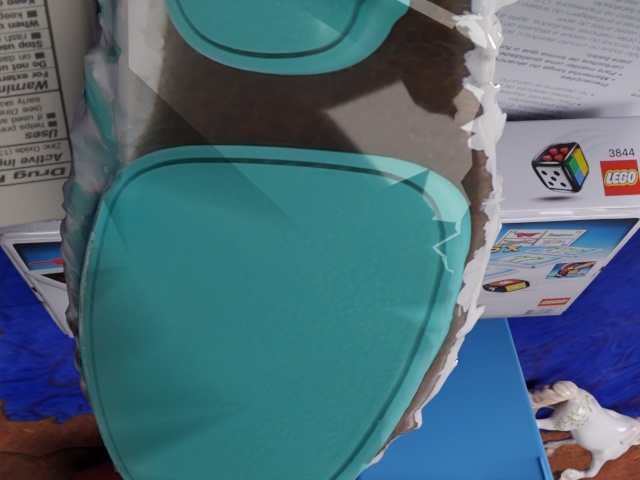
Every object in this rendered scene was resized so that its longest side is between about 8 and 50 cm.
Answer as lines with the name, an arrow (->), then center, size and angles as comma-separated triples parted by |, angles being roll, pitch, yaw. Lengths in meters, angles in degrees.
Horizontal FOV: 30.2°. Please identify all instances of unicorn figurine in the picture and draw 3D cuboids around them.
unicorn figurine -> 0.230, 0.160, 1.009 | 0.111, 0.060, 0.162 | -32, 143, 29

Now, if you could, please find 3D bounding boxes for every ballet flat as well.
ballet flat -> -0.002, -0.071, 0.368 | 0.147, 0.147, 0.409 | -3, 135, -13

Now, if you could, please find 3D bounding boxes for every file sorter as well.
file sorter -> 0.081, 0.121, 0.803 | 0.118, 0.170, 0.104 | -15, 150, 5

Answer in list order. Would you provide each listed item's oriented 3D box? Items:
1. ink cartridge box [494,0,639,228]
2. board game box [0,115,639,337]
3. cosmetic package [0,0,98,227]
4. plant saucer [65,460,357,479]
ink cartridge box -> 0.134, -0.099, 0.551 | 0.324, 0.071, 0.330 | 5, 161, -25
board game box -> 0.000, 0.000, 0.631 | 0.305, 0.053, 0.193 | -2, 162, -3
cosmetic package -> -0.153, -0.134, 0.374 | 0.153, 0.129, 0.296 | -7, 147, -11
plant saucer -> -0.081, 0.228, 0.998 | 0.259, 0.048, 0.258 | -17, 143, -1
